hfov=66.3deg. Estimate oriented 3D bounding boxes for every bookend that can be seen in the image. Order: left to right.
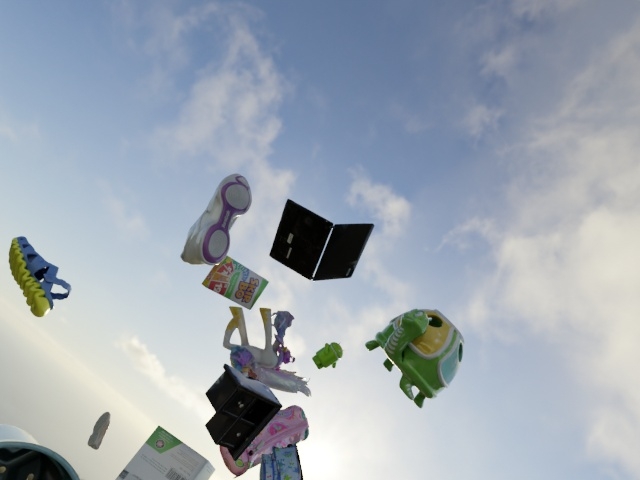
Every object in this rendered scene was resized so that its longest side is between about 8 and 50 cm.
[{"bbox_3d":[-0.190,0.365,1.038,0.072,0.156,0.157,37,-7,46],"label":"bookend"}]

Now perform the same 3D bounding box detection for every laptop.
[{"bbox_3d":[0.000,0.000,1.590,0.264,0.136,0.234,29,-57,13],"label":"laptop"}]

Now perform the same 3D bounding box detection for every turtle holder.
[{"bbox_3d":[0.271,0.295,1.394,0.320,0.227,0.243,50,-2,-24],"label":"turtle holder"}]

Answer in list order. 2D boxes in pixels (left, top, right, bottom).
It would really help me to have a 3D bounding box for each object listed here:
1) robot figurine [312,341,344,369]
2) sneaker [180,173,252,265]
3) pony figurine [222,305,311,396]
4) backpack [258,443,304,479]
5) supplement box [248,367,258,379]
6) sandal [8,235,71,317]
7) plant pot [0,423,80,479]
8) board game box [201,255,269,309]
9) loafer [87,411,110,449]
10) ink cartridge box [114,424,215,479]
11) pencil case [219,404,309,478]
[{"bbox_3d":[0.029,0.401,1.719,0.067,0.115,0.101,49,-13,53],"label":"robot figurine"},{"bbox_3d":[-0.294,-0.064,1.344,0.152,0.305,0.114,-11,-45,39],"label":"sneaker"},{"bbox_3d":[-0.200,0.428,1.761,0.350,0.364,0.303,5,-13,-2],"label":"pony figurine"},{"bbox_3d":[-0.077,0.471,0.947,0.114,0.084,0.105,-119,-150,-62],"label":"backpack"},{"bbox_3d":[-0.277,0.549,2.030,0.083,0.055,0.043,30,-5,18],"label":"supplement box"},{"bbox_3d":[-0.986,0.118,1.720,0.317,0.138,0.126,56,-48,14],"label":"sandal"},{"bbox_3d":[-0.726,0.569,1.069,0.341,0.341,0.334,51,-28,-22],"label":"plant pot"},{"bbox_3d":[-0.278,0.149,1.678,0.039,0.124,0.259,29,-7,38],"label":"board game box"},{"bbox_3d":[-0.736,0.638,1.643,0.045,0.125,0.039,-11,-55,16],"label":"loafer"},{"bbox_3d":[-0.375,0.568,1.118,0.160,0.219,0.093,24,-34,22],"label":"ink cartridge box"},{"bbox_3d":[-0.156,0.580,1.436,0.124,0.284,0.124,2,-86,39],"label":"pencil case"}]
